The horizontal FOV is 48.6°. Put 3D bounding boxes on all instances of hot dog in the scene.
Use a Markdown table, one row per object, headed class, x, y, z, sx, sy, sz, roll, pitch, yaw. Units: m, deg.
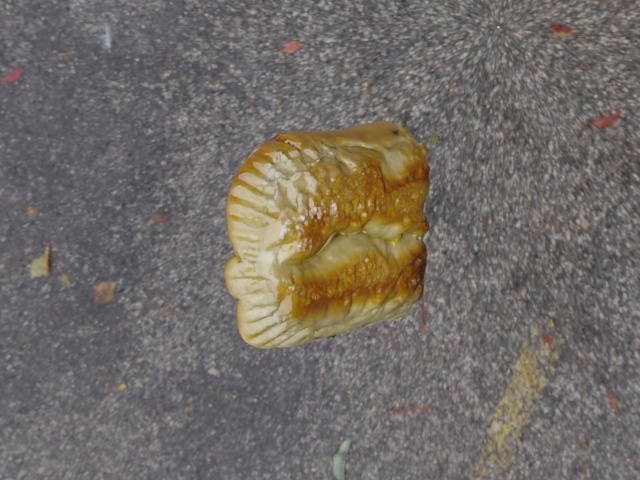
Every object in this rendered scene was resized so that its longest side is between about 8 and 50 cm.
| class | x | y | z | sx | sy | sz | roll | pitch | yaw |
| --- | --- | --- | --- | --- | --- | --- | --- | --- | --- |
| hot dog | 0.000 | 0.000 | 1.154 | 0.196 | 0.365 | 0.367 | 11 | 109 | 40 |
